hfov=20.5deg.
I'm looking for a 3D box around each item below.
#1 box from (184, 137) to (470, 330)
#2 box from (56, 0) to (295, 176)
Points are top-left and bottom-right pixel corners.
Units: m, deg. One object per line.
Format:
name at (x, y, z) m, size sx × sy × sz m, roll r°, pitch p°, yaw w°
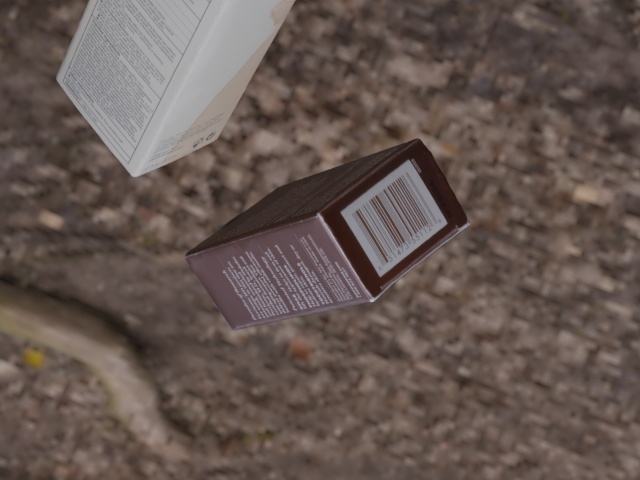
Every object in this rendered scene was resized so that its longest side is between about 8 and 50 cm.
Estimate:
box at (0.000, 0.000, 2.319) m, size 0.143 × 0.191 × 0.381 m, roll 59°, pitch 151°, yaw -11°
box at (-0.131, -0.217, 1.692) m, size 0.148 × 0.121 × 0.311 m, roll 52°, pitch 141°, yaw 13°
